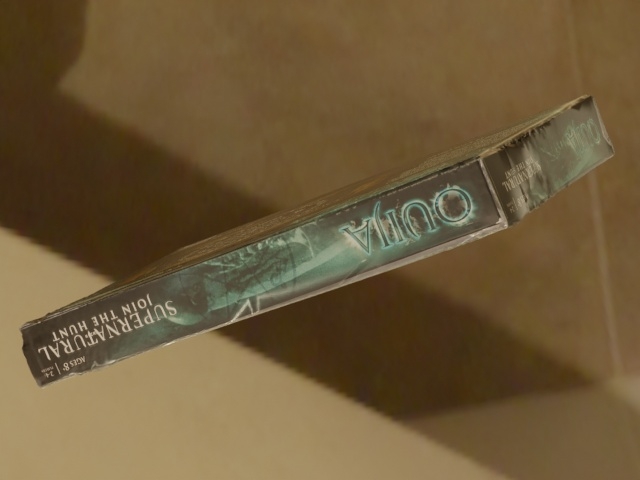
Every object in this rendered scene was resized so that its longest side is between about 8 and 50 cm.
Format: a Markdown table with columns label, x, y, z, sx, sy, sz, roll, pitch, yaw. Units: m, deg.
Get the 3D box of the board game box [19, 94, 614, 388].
| label | x | y | z | sx | sy | sz | roll | pitch | yaw |
| --- | --- | --- | --- | --- | --- | --- | --- | --- | --- |
| board game box | 0.000 | 0.000 | 0.647 | 0.186 | 0.126 | 0.026 | -20 | 94 | 27 |
